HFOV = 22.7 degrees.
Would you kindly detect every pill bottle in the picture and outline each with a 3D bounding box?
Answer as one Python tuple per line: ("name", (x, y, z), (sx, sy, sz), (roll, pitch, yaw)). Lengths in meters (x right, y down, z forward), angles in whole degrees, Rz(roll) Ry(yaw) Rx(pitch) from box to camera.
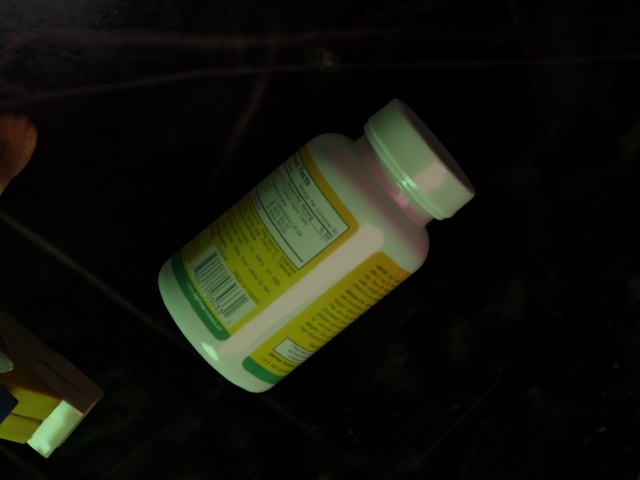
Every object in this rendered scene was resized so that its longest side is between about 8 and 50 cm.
("pill bottle", (0.000, 0.000, 1.103), (0.208, 0.118, 0.117), (-40, 132, 10))

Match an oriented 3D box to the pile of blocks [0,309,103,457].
("pile of blocks", (-0.288, 0.086, 0.886), (0.362, 0.149, 0.113), (26, 113, -39))

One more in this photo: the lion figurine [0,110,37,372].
("lion figurine", (-0.215, -0.120, 0.775), (0.142, 0.240, 0.392), (-17, 90, -6))
